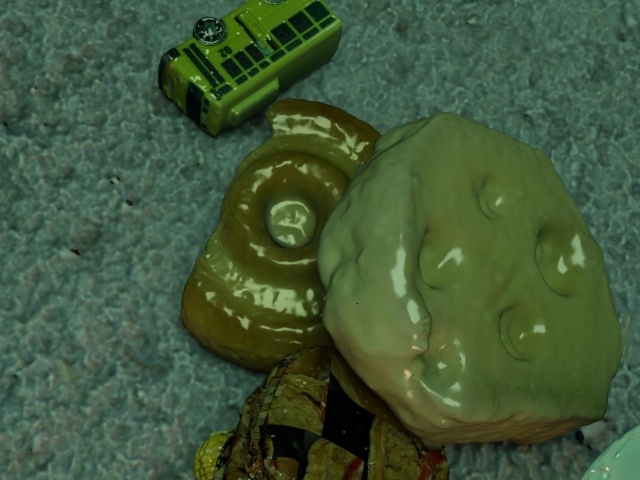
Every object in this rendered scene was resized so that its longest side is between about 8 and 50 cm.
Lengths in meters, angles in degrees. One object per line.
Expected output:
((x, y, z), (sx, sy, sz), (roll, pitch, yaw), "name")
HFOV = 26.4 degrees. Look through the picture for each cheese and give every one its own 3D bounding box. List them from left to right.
((0.141, 0.048, 1.230), (0.326, 0.115, 0.318), (54, 44, -10), "cheese")

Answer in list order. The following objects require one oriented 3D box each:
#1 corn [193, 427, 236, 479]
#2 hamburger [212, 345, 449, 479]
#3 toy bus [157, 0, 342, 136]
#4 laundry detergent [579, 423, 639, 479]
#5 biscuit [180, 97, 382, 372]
((-0.057, 0.264, 1.214), (0.072, 0.072, 0.203), (-19, 73, -14), "corn")
((0.020, 0.204, 1.192), (0.231, 0.107, 0.231), (22, 47, -25), "hamburger")
((-0.070, -0.186, 1.370), (0.175, 0.088, 0.101), (-37, 80, -19), "toy bus")
((0.366, 0.267, 1.120), (0.287, 0.305, 0.287), (-2, 86, 25), "laundry detergent")
((0.000, -0.001, 1.310), (0.213, 0.091, 0.274), (18, 66, 1), "biscuit")
